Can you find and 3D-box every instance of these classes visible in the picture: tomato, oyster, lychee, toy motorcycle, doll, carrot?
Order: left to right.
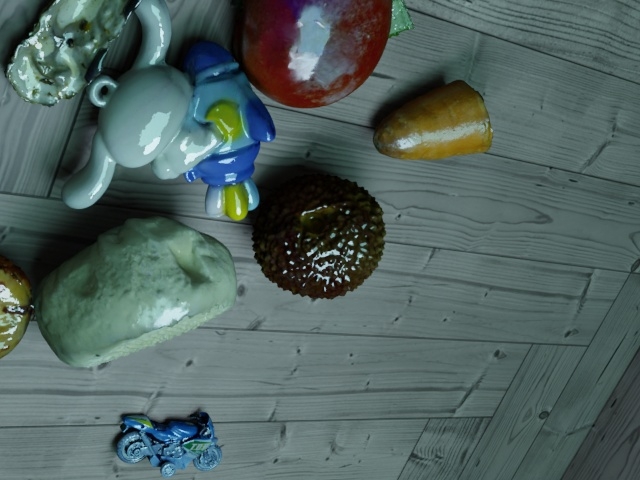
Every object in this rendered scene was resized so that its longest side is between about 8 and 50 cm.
[{"bbox_3d":[-0.357,-0.347,1.644,0.129,0.078,0.345,38,103,-25],"label":"oyster"},{"bbox_3d":[-0.312,0.423,2.246,0.254,0.092,0.135,13,103,-32],"label":"toy motorcycle"},{"bbox_3d":[-0.231,-0.204,1.800,0.366,0.187,0.376,16,122,-31],"label":"doll"},{"bbox_3d":[0.000,-0.365,1.786,0.290,0.176,0.334,-1,126,-16],"label":"tomato"},{"bbox_3d":[0.000,0.000,2.060,0.268,0.267,0.267,-20,131,-25],"label":"lychee"},{"bbox_3d":[0.214,-0.222,2.118,0.225,0.159,0.159,-20,131,-21],"label":"carrot"}]

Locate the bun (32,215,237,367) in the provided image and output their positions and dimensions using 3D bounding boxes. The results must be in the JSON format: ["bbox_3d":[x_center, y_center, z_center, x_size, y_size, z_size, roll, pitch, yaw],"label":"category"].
[{"bbox_3d":[-0.327,0.082,1.858,0.360,0.210,0.360,-22,173,-3],"label":"bun"}]

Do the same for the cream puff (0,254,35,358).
[{"bbox_3d":[-0.597,0.112,1.751,0.240,0.164,0.240,-13,116,-30],"label":"cream puff"}]

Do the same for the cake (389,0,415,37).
[{"bbox_3d":[0.042,-0.401,1.946,0.235,0.099,0.100,-23,136,7],"label":"cake"}]
